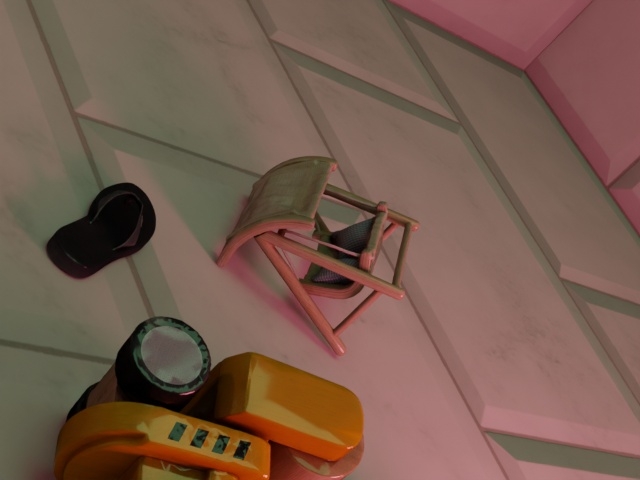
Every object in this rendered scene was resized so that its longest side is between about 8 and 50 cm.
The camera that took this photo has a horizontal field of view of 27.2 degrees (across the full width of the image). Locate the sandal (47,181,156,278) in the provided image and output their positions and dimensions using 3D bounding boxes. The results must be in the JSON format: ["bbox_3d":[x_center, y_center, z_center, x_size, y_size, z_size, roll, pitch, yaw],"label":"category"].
[{"bbox_3d":[-0.282,-0.019,1.799,0.097,0.054,0.254,42,25,-5],"label":"sandal"}]

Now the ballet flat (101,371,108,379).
[{"bbox_3d":[-0.193,0.218,1.571,0.173,0.049,0.057,41,26,-6],"label":"ballet flat"}]

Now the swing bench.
[{"bbox_3d":[0.000,0.000,2.066,0.255,0.165,0.253,39,26,-10],"label":"swing bench"}]

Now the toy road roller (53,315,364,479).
[{"bbox_3d":[-0.125,0.258,1.425,0.329,0.202,0.240,21,48,-22],"label":"toy road roller"}]
